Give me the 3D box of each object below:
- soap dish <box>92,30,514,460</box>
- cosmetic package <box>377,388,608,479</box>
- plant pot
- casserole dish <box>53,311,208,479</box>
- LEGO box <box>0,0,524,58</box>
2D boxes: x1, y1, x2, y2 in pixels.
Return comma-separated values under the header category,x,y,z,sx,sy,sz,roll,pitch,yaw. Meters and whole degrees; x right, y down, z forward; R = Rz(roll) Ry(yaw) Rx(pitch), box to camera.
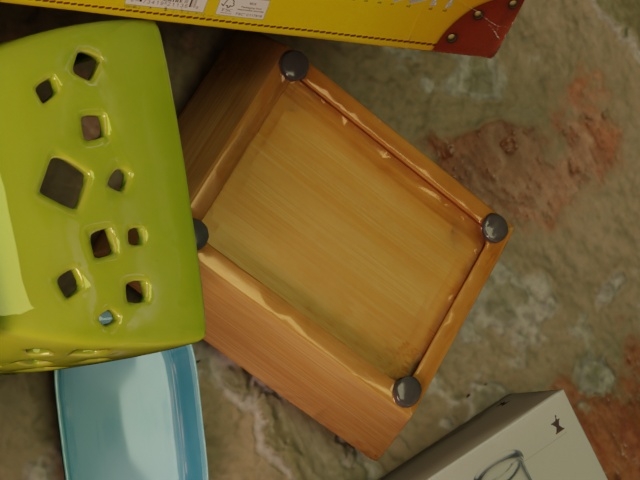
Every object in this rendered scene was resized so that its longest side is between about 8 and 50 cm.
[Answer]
category,x,y,z,sx,sy,sz,roll,pitch,yaw
soap dish,0.000,0.000,1.312,0.291,0.118,0.229,37,69,-16
cosmetic package,0.100,0.332,1.332,0.377,0.097,0.284,-30,94,-26
plant pot,-0.236,-0.017,1.107,0.207,0.227,0.228,-9,88,-47
casserole dish,-0.148,0.143,1.267,0.114,0.037,0.188,-5,86,-27
LEGO box,-0.111,-0.337,1.164,0.500,0.193,0.372,3,45,-26
